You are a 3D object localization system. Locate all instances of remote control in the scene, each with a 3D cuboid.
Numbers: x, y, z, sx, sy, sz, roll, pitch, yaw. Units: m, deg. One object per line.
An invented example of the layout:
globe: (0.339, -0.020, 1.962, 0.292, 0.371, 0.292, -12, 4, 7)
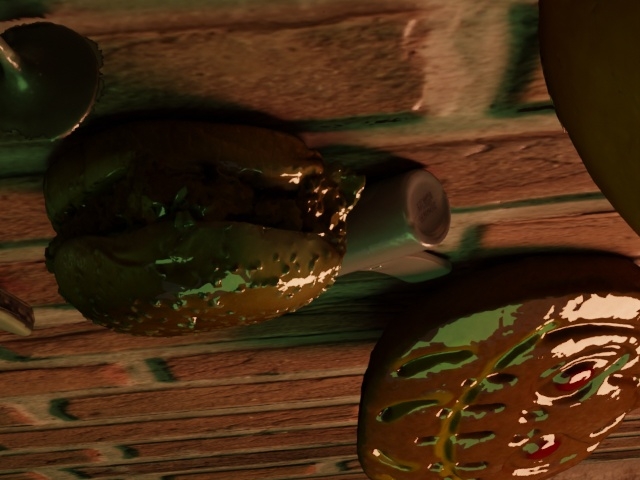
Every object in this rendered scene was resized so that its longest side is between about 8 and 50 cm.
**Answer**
remote control: (0.050, 0.016, 1.101, 0.050, 0.027, 0.184, -16, 161, 31)

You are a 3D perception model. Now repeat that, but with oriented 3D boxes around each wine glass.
wine glass: (-0.163, -0.120, 0.544, 0.074, 0.074, 0.262, -7, 162, 6)

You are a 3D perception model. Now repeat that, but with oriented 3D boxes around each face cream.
face cream: (0.000, 0.000, 0.974, 0.198, 0.057, 0.084, -17, -167, 35)

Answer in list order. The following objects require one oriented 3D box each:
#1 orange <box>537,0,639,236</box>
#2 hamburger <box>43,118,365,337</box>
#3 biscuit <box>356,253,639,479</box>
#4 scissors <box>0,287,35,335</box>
orange: (0.196, -0.083, 0.450, 0.246, 0.246, 0.246, -4, 163, -1)
hamburger: (-0.088, 0.004, 0.870, 0.189, 0.122, 0.215, 7, 161, -40)
biscuit: (0.207, 0.154, 1.311, 0.350, 0.070, 0.394, -10, 143, -4)
scissors: (-0.308, 0.030, 1.026, 0.138, 0.041, 0.289, -9, 159, 18)
